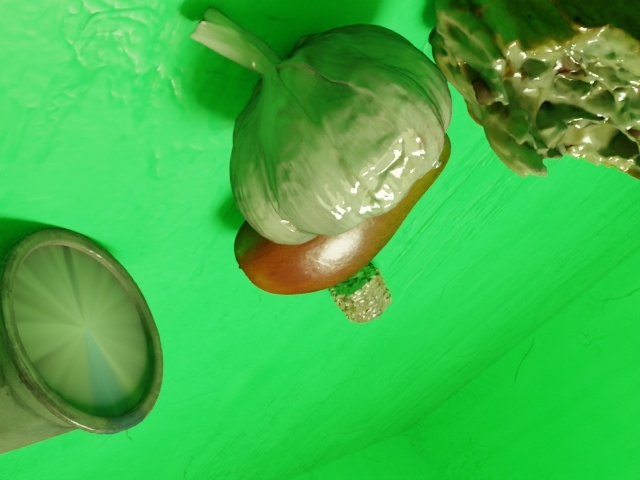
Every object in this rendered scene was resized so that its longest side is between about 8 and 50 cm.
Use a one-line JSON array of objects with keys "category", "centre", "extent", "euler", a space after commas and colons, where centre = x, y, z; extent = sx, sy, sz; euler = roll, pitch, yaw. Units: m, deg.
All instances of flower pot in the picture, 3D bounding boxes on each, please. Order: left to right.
[{"category": "flower pot", "centre": [-0.300, 0.118, 0.691], "extent": [0.202, 0.212, 0.212], "euler": [-25, 159, 20]}]

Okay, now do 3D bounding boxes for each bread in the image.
[{"category": "bread", "centre": [0.323, -0.174, 0.680], "extent": [0.370, 0.314, 0.191], "euler": [-31, 165, -9]}]

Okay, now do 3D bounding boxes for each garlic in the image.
[{"category": "garlic", "centre": [-0.014, -0.119, 0.578], "extent": [0.218, 0.218, 0.212], "euler": [-37, 121, 15]}]

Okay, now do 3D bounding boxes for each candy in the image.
[{"category": "candy", "centre": [0.067, 0.088, 1.161], "extent": [0.095, 0.085, 0.110], "euler": [-34, 146, -11]}]

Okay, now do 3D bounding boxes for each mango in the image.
[{"category": "mango", "centre": [0.026, -0.044, 0.798], "extent": [0.289, 0.129, 0.146], "euler": [-46, 124, 6]}]
